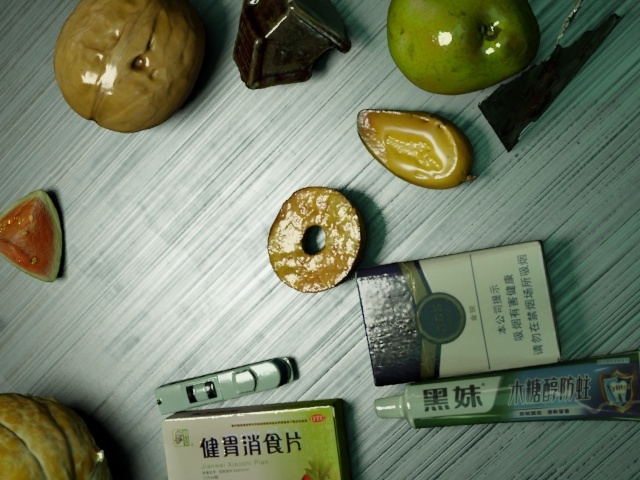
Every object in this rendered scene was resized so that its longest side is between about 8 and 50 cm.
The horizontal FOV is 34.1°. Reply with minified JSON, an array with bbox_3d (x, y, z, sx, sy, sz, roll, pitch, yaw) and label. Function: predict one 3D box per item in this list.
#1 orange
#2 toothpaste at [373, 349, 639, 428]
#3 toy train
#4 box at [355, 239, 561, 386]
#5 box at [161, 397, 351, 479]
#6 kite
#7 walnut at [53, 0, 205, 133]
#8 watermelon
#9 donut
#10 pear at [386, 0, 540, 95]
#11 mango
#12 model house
[{"bbox_3d":[-0.434,0.374,1.447,0.249,0.329,0.329,-6,91,29],"label":"orange"},{"bbox_3d":[0.265,0.212,1.409,0.392,0.061,0.098,-7,77,12],"label":"toothpaste"},{"bbox_3d":[-0.139,0.209,1.513,0.207,0.047,0.043,-15,90,15],"label":"toy train"},{"bbox_3d":[0.186,0.099,1.418,0.259,0.071,0.168,-11,90,13],"label":"box"},{"bbox_3d":[-0.089,0.327,1.497,0.260,0.062,0.175,-7,91,14],"label":"box"},{"bbox_3d":[0.283,-0.207,1.325,0.013,0.323,0.268,42,145,20],"label":"kite"},{"bbox_3d":[-0.265,-0.260,1.454,0.195,0.195,0.221,35,98,10],"label":"walnut"},{"bbox_3d":[-0.434,0.004,1.551,0.125,0.094,0.135,-35,89,4],"label":"watermelon"},{"bbox_3d":[0.000,0.000,1.457,0.152,0.058,0.152,-1,87,24],"label":"donut"},{"bbox_3d":[0.181,-0.268,1.325,0.187,0.219,0.187,-9,119,-17],"label":"pear"},{"bbox_3d":[0.132,-0.128,1.427,0.187,0.066,0.101,23,105,17],"label":"mango"},{"bbox_3d":[-0.062,-0.294,1.458,0.152,0.106,0.165,-41,47,23],"label":"model house"}]
